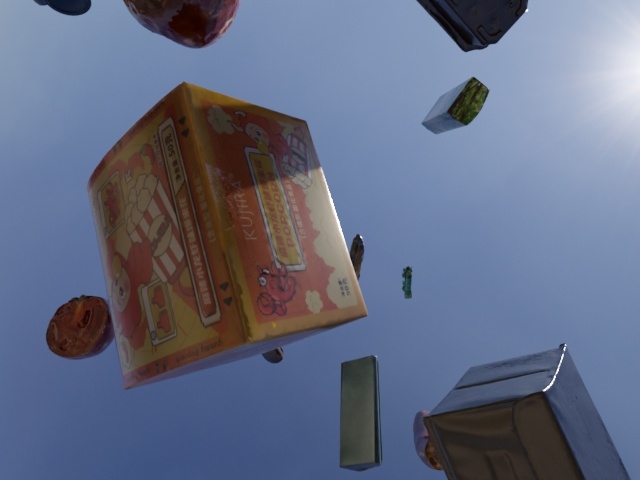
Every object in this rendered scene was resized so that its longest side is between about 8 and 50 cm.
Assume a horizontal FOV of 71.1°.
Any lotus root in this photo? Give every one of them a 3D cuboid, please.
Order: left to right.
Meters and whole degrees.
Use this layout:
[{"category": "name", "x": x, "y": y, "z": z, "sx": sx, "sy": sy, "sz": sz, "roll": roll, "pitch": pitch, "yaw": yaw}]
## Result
[{"category": "lotus root", "x": -0.108, "y": 0.238, "z": 0.967, "sx": 0.037, "sy": 0.083, "sz": 0.030, "roll": -12, "pitch": -148, "yaw": 31}]

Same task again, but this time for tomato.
[{"category": "tomato", "x": -0.512, "y": 0.196, "z": 0.993, "sx": 0.159, "sy": 0.091, "sz": 0.138, "roll": -10, "pitch": -116, "yaw": 10}]

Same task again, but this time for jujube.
[{"category": "jujube", "x": -0.171, "y": -0.384, "z": 0.594, "sx": 0.168, "sy": 0.168, "sz": 0.236, "roll": 31, "pitch": -75, "yaw": 41}]

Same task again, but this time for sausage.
[{"category": "sausage", "x": 0.293, "y": 0.536, "z": 1.194, "sx": 0.076, "sy": 0.302, "sz": 0.102, "roll": 19, "pitch": -96, "yaw": 7}]

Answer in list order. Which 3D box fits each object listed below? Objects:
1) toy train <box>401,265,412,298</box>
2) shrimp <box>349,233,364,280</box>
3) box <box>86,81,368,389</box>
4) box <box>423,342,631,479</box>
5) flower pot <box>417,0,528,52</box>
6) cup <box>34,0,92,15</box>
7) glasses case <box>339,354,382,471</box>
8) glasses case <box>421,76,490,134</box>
[{"category": "toy train", "x": 0.234, "y": 0.112, "z": 1.206, "sx": 0.029, "sy": 0.092, "sz": 0.045, "roll": -2, "pitch": -146, "yaw": 4}, {"category": "shrimp", "x": 0.000, "y": 0.000, "z": 0.821, "sx": 0.152, "sy": 0.046, "sz": 0.219, "roll": -15, "pitch": -106, "yaw": 3}, {"category": "box", "x": -0.134, "y": 0.010, "z": 0.572, "sx": 0.260, "sy": 0.214, "sz": 0.283, "roll": -28, "pitch": -106, "yaw": 38}, {"category": "box", "x": 0.373, "y": 0.390, "z": 0.760, "sx": 0.205, "sy": 0.251, "sz": 0.345, "roll": -27, "pitch": -99, "yaw": 36}, {"category": "flower pot", "x": 0.321, "y": -0.506, "z": 0.914, "sx": 0.179, "sy": 0.251, "sz": 0.084, "roll": -48, "pitch": -148, "yaw": 20}, {"category": "cup", "x": -0.615, "y": -0.621, "z": 1.076, "sx": 0.150, "sy": 0.114, "sz": 0.138, "roll": -27, "pitch": -115, "yaw": 41}, {"category": "glasses case", "x": 0.107, "y": 0.432, "z": 1.136, "sx": 0.105, "sy": 0.056, "sz": 0.266, "roll": -21, "pitch": -136, "yaw": 26}, {"category": "glasses case", "x": 0.322, "y": -0.317, "z": 1.089, "sx": 0.095, "sy": 0.062, "sz": 0.272, "roll": -55, "pitch": -175, "yaw": 9}]
